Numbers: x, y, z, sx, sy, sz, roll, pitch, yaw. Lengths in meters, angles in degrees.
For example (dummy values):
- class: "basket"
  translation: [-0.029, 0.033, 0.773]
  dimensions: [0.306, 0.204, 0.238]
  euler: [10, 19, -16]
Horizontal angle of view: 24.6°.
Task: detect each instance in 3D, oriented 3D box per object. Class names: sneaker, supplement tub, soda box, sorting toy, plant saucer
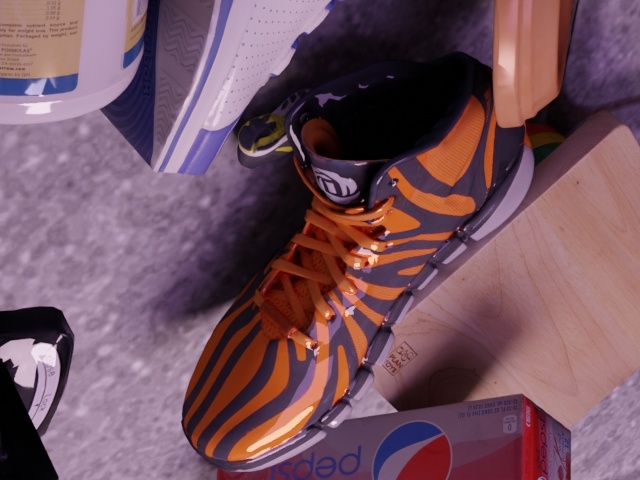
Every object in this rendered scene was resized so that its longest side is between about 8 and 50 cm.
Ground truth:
- class: "sneaker"
  translation: [0.005, -0.175, 0.820]
  dimensions: [0.182, 0.127, 0.315]
  euler: [5, 120, -36]
- class: "sneaker"
  translation: [-0.023, -0.074, 0.964]
  dimensions: [0.083, 0.031, 0.035]
  euler: [-24, 164, -27]
- class: "supplement tub"
  translation: [-0.148, -0.172, 0.701]
  dimensions: [0.144, 0.144, 0.200]
  euler: [-10, 130, -29]
- class: "soda box"
  translation: [0.048, 0.182, 1.077]
  dimensions: [0.263, 0.092, 0.083]
  euler: [-13, 148, 30]
- class: "sorting toy"
  translation: [0.154, 0.040, 1.136]
  dimensions: [0.255, 0.089, 0.257]
  euler: [-41, 137, 2]
- class: "plant saucer"
  translation: [0.132, -0.167, 0.882]
  dimensions: [0.037, 0.200, 0.200]
  euler: [4, 133, 11]
- class: "sneaker"
  translation: [0.000, 0.000, 0.952]
  dimensions: [0.321, 0.124, 0.180]
  euler: [-51, 152, -4]

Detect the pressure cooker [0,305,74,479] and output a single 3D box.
- class: "pressure cooker"
  translation: [-0.314, 0.041, 0.525]
  dimensions: [0.370, 0.420, 0.375]
  euler: [-35, 149, 2]
